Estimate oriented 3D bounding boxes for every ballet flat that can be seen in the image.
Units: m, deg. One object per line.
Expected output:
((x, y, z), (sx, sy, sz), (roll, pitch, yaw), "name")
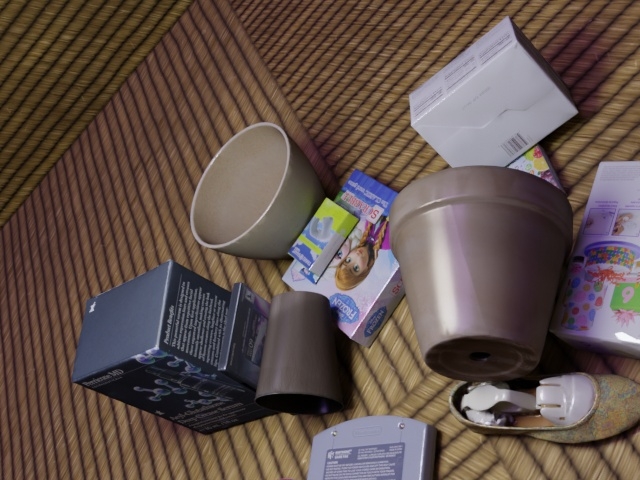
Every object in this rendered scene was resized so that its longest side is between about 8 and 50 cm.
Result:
((0.364, 0.273, 1.542), (0.348, 0.123, 0.123), (-11, 57, 43), "ballet flat")

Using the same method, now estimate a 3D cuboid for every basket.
((-0.044, 0.232, 1.914), (0.154, 0.204, 0.227), (-25, 57, 42), "basket")

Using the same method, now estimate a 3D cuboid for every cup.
((-0.116, -0.085, 2.212), (0.331, 0.237, 0.331), (-27, 48, 34), "cup")

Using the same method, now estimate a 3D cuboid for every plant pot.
((0.270, 0.075, 1.557), (0.323, 0.323, 0.280), (-22, 48, 37), "plant pot")

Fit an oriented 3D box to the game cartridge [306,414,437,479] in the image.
((0.096, 0.439, 1.770), (0.294, 0.060, 0.196), (-16, 57, 40), "game cartridge")

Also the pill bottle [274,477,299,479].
((-0.077, 0.532, 1.628), (0.161, 0.161, 0.283), (-56, -6, 2), "pill bottle")

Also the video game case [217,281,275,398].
((-0.115, 0.235, 1.959), (0.026, 0.274, 0.196), (-11, 56, 31), "video game case")

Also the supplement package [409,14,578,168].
((0.343, -0.276, 1.848), (0.262, 0.204, 0.145), (-37, 25, 25), "supplement package")

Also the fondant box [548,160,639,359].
((0.547, 0.030, 1.527), (0.238, 0.096, 0.330), (4, 67, 49), "fondant box")

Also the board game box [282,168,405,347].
((0.092, 0.030, 2.045), (0.318, 0.066, 0.318), (-57, 38, 1), "board game box")

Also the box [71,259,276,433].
((-0.293, 0.251, 2.043), (0.293, 0.395, 0.212), (-24, 49, 36), "box")

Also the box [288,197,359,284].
((0.000, 0.000, 2.078), (0.178, 0.042, 0.109), (-55, 37, 1), "box")

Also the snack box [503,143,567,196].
((0.416, -0.115, 1.815), (0.100, 0.037, 0.141), (-38, 41, 25), "snack box")
